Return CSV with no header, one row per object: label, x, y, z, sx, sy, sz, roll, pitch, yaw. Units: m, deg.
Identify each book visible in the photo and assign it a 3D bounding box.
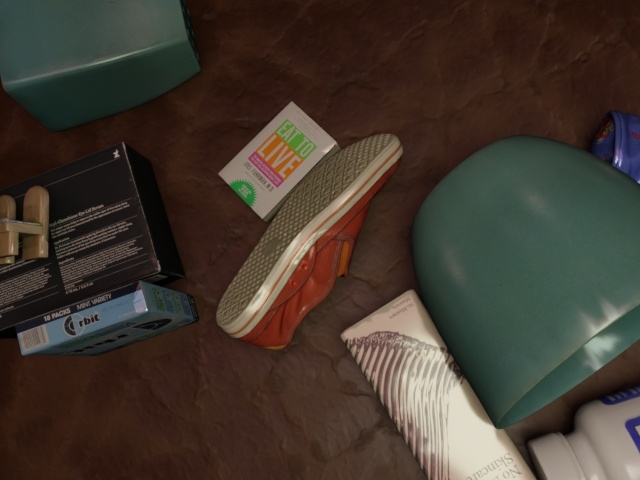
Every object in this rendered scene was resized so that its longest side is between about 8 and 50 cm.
book,-0.057,-0.109,0.947,0.144,0.035,0.096,-45,74,0

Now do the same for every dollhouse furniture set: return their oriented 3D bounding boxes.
dollhouse furniture set,-0.475,-0.056,0.807,0.242,0.212,0.160,-8,80,35

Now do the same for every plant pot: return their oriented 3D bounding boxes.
plant pot,0.239,0.025,0.763,0.293,0.293,0.235,-36,65,1
plant pot,-0.294,-0.274,0.943,0.234,0.165,0.165,-12,80,-2

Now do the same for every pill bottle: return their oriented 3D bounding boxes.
pill bottle,0.383,0.237,0.769,0.272,0.152,0.152,-20,79,5

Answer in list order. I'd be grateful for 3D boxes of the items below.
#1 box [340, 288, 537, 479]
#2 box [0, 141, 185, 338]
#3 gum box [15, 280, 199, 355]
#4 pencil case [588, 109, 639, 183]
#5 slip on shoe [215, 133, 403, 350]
box,0.142,0.203,0.836,0.113,0.094,0.275,-34,78,2
box,-0.341,0.005,0.929,0.261,0.103,0.184,-20,81,5
gum box,-0.256,0.103,0.860,0.157,0.184,0.041,-19,79,4
pencil case,0.477,-0.065,0.818,0.306,0.119,0.133,13,67,11
slip on shoe,0.000,0.000,0.890,0.101,0.123,0.331,39,83,-29
